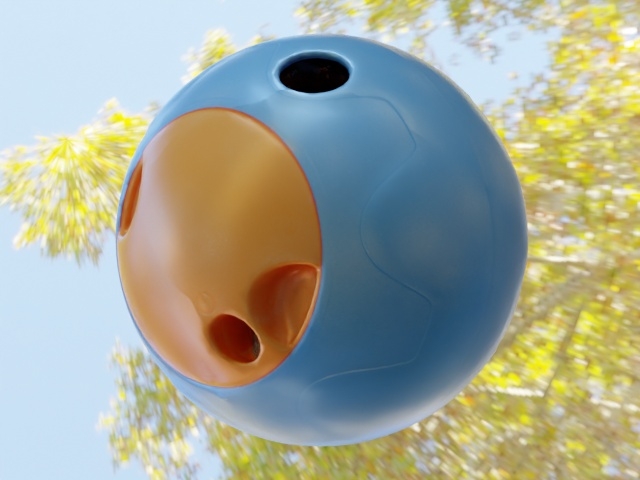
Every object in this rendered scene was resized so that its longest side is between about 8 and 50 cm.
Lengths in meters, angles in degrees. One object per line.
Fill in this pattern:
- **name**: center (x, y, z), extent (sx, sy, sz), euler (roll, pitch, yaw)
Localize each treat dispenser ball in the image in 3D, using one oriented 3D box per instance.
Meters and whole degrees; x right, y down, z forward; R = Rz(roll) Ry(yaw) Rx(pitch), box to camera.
- **treat dispenser ball**: center (0.000, 0.000, 1.171), extent (0.288, 0.288, 0.288), euler (-1, -87, -9)
